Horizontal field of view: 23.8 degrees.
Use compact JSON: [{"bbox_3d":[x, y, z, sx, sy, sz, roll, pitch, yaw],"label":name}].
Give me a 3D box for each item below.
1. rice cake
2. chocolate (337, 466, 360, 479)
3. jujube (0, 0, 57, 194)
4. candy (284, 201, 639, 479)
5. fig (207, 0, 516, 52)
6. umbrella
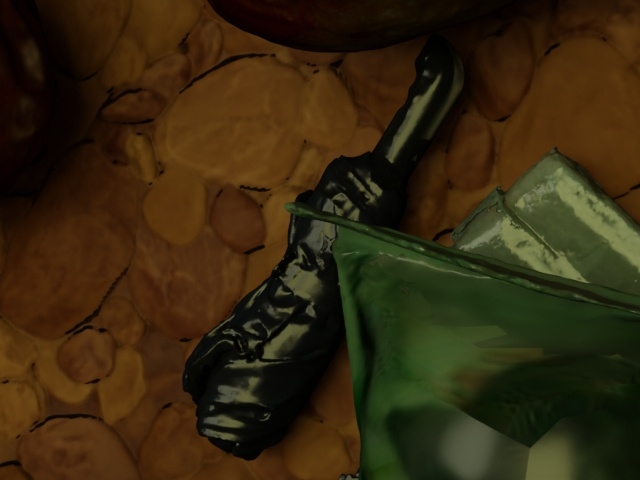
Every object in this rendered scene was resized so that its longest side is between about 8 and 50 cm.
[{"bbox_3d":[0.148,0.057,0.748,0.124,0.038,0.211,-44,71,13],"label":"rice cake"},{"bbox_3d":[0.067,0.192,0.774,0.086,0.028,0.182,-31,71,23],"label":"chocolate"},{"bbox_3d":[-0.270,-0.082,0.868,0.250,0.174,0.174,-11,80,21],"label":"jujube"},{"bbox_3d":[0.085,0.200,0.649,0.263,0.172,0.397,9,89,30],"label":"candy"},{"bbox_3d":[0.072,-0.187,0.745,0.290,0.190,0.190,-4,82,12],"label":"fig"},{"bbox_3d":[0.006,0.004,0.799,0.071,0.071,0.248,37,100,22],"label":"umbrella"}]
